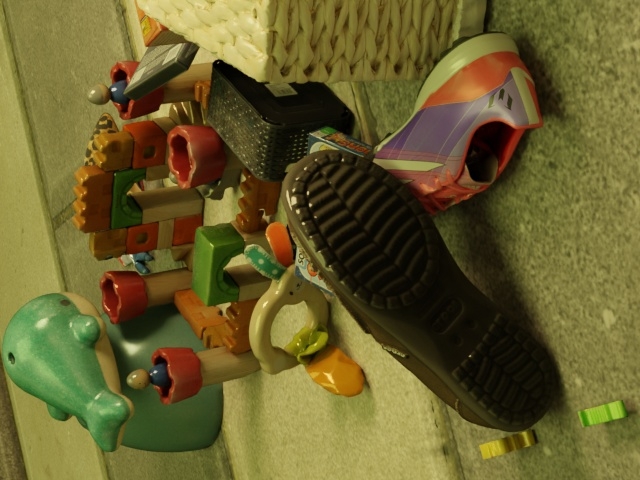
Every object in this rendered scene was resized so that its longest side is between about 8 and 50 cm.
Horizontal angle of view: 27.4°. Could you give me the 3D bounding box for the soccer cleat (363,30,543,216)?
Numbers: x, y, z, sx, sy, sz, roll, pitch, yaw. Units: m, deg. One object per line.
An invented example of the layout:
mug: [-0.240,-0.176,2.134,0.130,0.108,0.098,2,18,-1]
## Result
soccer cleat: [0.127,-0.079,1.382,0.318,0.109,0.116,-56,50,49]

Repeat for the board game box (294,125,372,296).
board game box: [0.037,-0.022,1.594,0.136,0.035,0.201,26,124,33]

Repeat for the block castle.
block castle: [-0.221,-0.019,1.927,0.303,0.213,0.453,47,139,45]

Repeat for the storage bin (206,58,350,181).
storage bin: [-0.056,-0.160,1.670,0.180,0.122,0.084,48,139,44]

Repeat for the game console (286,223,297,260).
game console: [0.000,0.000,1.739,0.107,0.071,0.122,51,154,-11]

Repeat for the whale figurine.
whale figurine: [-0.390,0.203,2.008,0.272,0.141,0.216,51,130,31]

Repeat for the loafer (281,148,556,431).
loafer: [0.084,0.066,1.388,0.366,0.134,0.130,51,156,5]

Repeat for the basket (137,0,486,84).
basket: [-0.009,-0.350,1.374,0.331,0.266,0.328,37,129,50]

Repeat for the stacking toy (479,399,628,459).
stacking toy: [0.253,0.263,1.322,0.221,0.052,0.167,-35,69,59]

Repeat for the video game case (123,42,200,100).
video game case: [-0.162,-0.322,1.741,0.196,0.026,0.274,-13,48,62]

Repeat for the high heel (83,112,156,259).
high heel: [-0.304,-0.105,2.210,0.186,0.093,0.261,-13,77,34]

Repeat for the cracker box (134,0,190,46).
cracker box: [-0.117,-0.330,1.607,0.067,0.232,0.155,-25,77,62]

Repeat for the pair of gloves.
pair of gloves: [-0.342,-0.036,2.342,0.159,0.023,0.198,-8,93,62]

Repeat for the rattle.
rattle: [-0.020,0.092,1.685,0.143,0.130,0.199,-136,42,-56]

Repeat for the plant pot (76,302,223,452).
plant pot: [-0.313,0.228,2.196,0.290,0.195,0.290,28,123,55]
